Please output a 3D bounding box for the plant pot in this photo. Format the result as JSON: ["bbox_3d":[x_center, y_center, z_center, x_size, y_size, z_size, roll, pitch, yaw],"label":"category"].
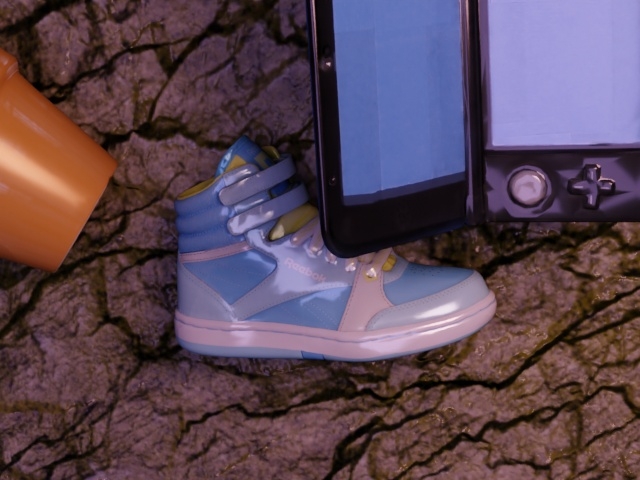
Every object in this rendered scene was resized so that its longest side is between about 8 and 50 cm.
[{"bbox_3d":[-0.308,-0.068,1.118,0.188,0.205,0.205,30,109,-11],"label":"plant pot"}]

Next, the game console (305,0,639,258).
[{"bbox_3d":[0.135,-0.141,0.854,0.250,0.173,0.293,0,104,17],"label":"game console"}]

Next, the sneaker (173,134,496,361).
[{"bbox_3d":[0.000,0.000,1.087,0.319,0.127,0.208,-3,104,14],"label":"sneaker"}]
